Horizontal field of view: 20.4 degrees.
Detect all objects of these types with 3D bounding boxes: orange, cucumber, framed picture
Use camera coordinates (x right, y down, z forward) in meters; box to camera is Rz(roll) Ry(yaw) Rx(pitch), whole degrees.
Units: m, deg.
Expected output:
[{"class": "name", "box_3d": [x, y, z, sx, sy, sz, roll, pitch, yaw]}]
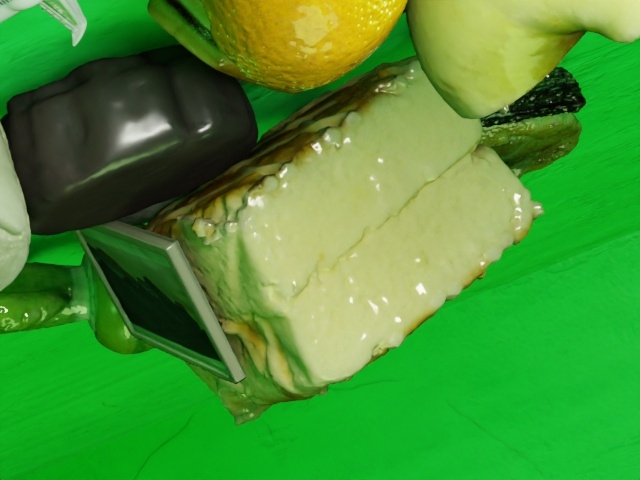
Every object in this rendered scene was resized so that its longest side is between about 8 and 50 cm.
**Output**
[{"class": "orange", "box_3d": [-0.016, -0.240, 1.445, 0.179, 0.237, 0.158, -28, -163, -25]}, {"class": "cucumber", "box_3d": [0.228, -0.185, 2.364, 0.265, 0.077, 0.077, -13, 166, -26]}, {"class": "framed picture", "box_3d": [-0.192, 0.059, 2.037, 0.018, 0.192, 0.265, -37, -153, -22]}]

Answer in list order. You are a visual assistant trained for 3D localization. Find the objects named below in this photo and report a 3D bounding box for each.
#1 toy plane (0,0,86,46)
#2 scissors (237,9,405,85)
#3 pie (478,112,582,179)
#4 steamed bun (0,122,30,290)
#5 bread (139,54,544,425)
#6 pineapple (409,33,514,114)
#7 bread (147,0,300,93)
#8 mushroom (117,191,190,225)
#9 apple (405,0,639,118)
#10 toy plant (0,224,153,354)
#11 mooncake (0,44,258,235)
[{"class": "toy plane", "box_3d": [-0.278, -0.219, 1.494, 0.251, 0.101, 0.255, -3, 156, -47]}, {"class": "scissors", "box_3d": [-0.015, -0.220, 2.025, 0.144, 0.017, 0.248, -7, 164, -38]}, {"class": "pie", "box_3d": [0.257, -0.136, 2.594, 0.277, 0.078, 0.277, -19, 167, -5]}, {"class": "steamed bun", "box_3d": [-0.466, -0.048, 1.649, 0.384, 0.247, 0.236, -13, 146, -21]}, {"class": "bread", "box_3d": [0.000, 0.000, 2.078, 0.371, 0.279, 0.390, -41, -173, -27]}, {"class": "pineapple", "box_3d": [0.199, -0.211, 2.081, 0.161, 0.136, 0.176, -24, 167, 23]}, {"class": "bread", "box_3d": [-0.080, -0.208, 1.795, 0.077, 0.116, 0.200, -49, 158, 15]}, {"class": "mushroom", "box_3d": [-0.203, -0.064, 2.238, 0.109, 0.097, 0.351, -23, 169, 23]}, {"class": "apple", "box_3d": [0.245, -0.273, 1.529, 0.320, 0.360, 0.311, 15, 137, 17]}, {"class": "toy plant", "box_3d": [-0.368, 0.080, 2.447, 0.316, 0.184, 0.224, -7, -171, -10]}, {"class": "mooncake", "box_3d": [-0.212, -0.116, 1.905, 0.283, 0.141, 0.283, -21, 174, -2]}]
